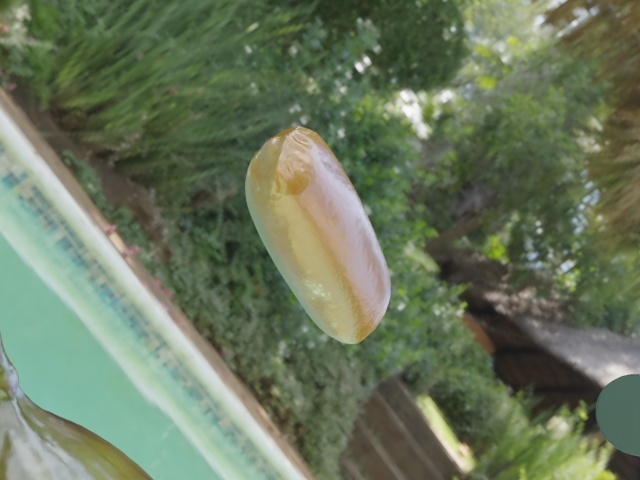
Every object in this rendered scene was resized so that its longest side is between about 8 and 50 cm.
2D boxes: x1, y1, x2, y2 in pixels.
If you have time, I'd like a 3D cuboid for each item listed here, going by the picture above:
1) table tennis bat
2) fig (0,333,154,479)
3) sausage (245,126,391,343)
[{"bbox_3d":[0.207,0.106,0.646,0.007,0.083,0.050,4,87,-58],"label":"table tennis bat"},{"bbox_3d":[-0.157,0.149,0.584,0.217,0.216,0.321,-140,-133,-68],"label":"fig"},{"bbox_3d":[0.000,0.000,0.938,0.098,0.098,0.238,48,-11,44],"label":"sausage"}]
